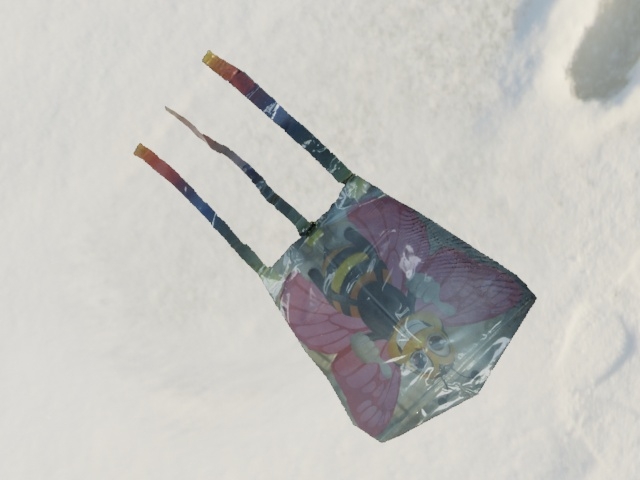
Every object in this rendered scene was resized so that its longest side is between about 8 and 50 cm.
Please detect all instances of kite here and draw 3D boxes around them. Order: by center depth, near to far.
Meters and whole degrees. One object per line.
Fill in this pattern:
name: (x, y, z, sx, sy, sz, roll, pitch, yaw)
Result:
kite: (0.002, -0.001, 0.770, 0.360, 0.022, 0.204, 46, 116, 7)
